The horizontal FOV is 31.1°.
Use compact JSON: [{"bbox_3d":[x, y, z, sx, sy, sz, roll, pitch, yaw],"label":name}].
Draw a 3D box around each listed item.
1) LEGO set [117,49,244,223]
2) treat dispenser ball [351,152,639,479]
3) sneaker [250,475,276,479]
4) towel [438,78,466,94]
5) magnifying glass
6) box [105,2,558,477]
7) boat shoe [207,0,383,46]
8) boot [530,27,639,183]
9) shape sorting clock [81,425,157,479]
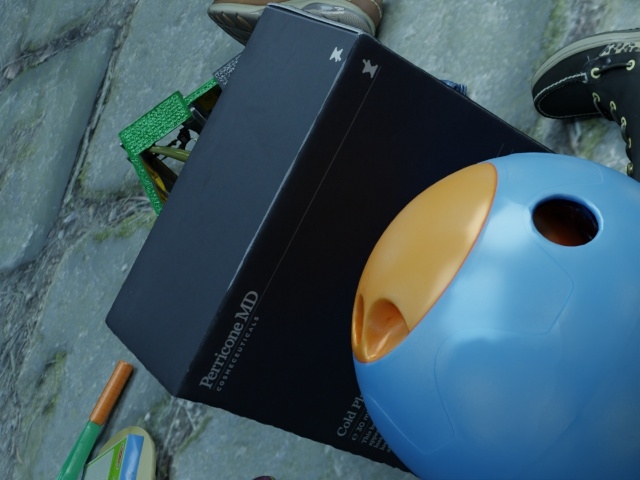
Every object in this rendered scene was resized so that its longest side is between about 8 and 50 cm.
[{"bbox_3d":[-0.078,-0.092,1.444,0.331,0.192,0.255,-42,57,2],"label":"LEGO set"},{"bbox_3d":[0.167,0.075,0.907,0.288,0.288,0.288,-29,47,35],"label":"treat dispenser ball"},{"bbox_3d":[-0.121,0.321,1.254,0.185,0.084,0.070,-49,38,15],"label":"sneaker"},{"bbox_3d":[0.116,-0.156,1.342,0.119,0.029,0.067,16,79,52],"label":"towel"},{"bbox_3d":[-0.314,0.269,1.551,0.231,0.026,0.092,-66,11,-13],"label":"magnifying glass"},{"bbox_3d":[0.028,0.006,1.083,0.179,0.312,0.343,31,94,54],"label":"box"},{"bbox_3d":[-0.027,-0.317,1.559,0.324,0.123,0.116,14,70,46],"label":"boat shoe"},{"bbox_3d":[0.285,-0.102,1.062,0.236,0.085,0.179,-13,60,47],"label":"boot"},{"bbox_3d":[-0.267,0.334,1.453,0.206,0.040,0.206,-44,31,35],"label":"shape sorting clock"}]
